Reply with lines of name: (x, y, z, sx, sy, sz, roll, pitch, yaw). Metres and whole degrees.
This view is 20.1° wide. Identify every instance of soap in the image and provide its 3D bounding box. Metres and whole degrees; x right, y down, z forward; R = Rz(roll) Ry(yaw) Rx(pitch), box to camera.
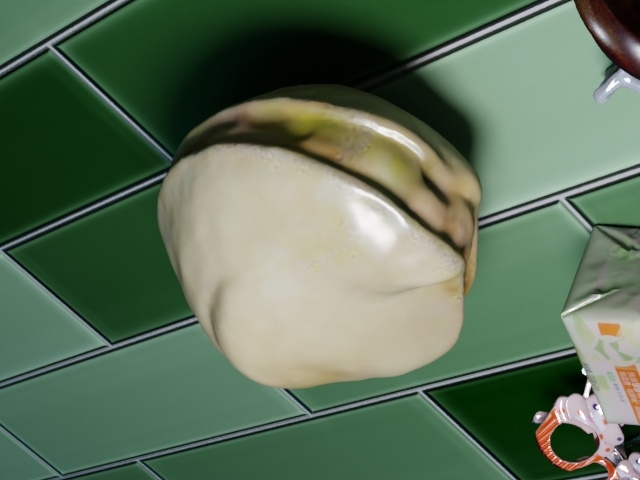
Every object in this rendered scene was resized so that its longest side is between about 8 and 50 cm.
soap: (0.380, 0.097, 1.940, 0.182, 0.138, 0.199, 1, 137, 32)

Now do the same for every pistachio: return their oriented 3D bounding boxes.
pistachio: (0.000, 0.000, 1.948, 0.365, 0.281, 0.445, 30, 151, -11)

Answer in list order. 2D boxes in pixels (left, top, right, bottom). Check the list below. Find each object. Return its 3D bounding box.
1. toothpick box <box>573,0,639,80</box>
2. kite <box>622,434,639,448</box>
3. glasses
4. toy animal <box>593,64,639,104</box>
toothpick box: (0.331, -0.250, 1.478, 0.192, 0.192, 0.294, 30, 141, -3)
kite: (0.450, 0.212, 2.157, 0.152, 0.015, 0.285, 45, 140, -20)
glasses: (0.374, 0.237, 2.176, 0.162, 0.095, 0.255, -40, 107, 22)
toy animal: (0.361, -0.123, 1.719, 0.206, 0.081, 0.367, 25, 139, 12)
